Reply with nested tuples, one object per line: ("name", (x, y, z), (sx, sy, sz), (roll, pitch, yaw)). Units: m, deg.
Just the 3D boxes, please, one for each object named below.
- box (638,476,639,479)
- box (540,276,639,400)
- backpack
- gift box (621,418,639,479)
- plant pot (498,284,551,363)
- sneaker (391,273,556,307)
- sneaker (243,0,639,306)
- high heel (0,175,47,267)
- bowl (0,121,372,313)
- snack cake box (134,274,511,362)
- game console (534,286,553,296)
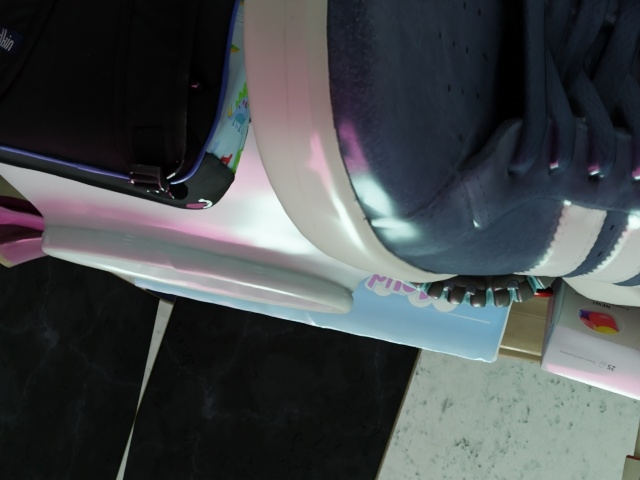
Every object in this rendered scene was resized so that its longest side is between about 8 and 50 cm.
("box", (0.388, 0.136, 1.025), (0.307, 0.242, 0.076), (14, 148, 31))
("box", (0.219, 0.041, 1.010), (0.145, 0.038, 0.186), (17, -151, 2))
("backpack", (-0.067, -0.075, 0.533), (0.105, 0.114, 0.084), (13, 176, 10))
("gift box", (0.431, 0.168, 1.334), (0.276, 0.258, 0.255), (13, 175, -6))
("plant pot", (0.159, 0.046, 1.434), (0.237, 0.110, 0.237), (12, 174, 1))
("sneaker", (0.000, -0.032, 0.941), (0.283, 0.110, 0.122), (18, -169, -7))
("sneaker", (0.113, -0.043, 0.514), (0.148, 0.131, 0.350), (0, 176, 31))
("high heel", (-0.215, -0.073, 1.210), (0.181, 0.127, 0.377), (-18, 168, 4))
("bowl", (-0.043, -0.045, 0.714), (0.297, 0.134, 0.298), (12, 175, 1))
("snack cake box", (0.000, 0.000, 1.157), (0.264, 0.089, 0.152), (13, -168, -10))
("game console", (0.082, -0.014, 1.030), (0.144, 0.124, 0.085), (11, 153, 2))
